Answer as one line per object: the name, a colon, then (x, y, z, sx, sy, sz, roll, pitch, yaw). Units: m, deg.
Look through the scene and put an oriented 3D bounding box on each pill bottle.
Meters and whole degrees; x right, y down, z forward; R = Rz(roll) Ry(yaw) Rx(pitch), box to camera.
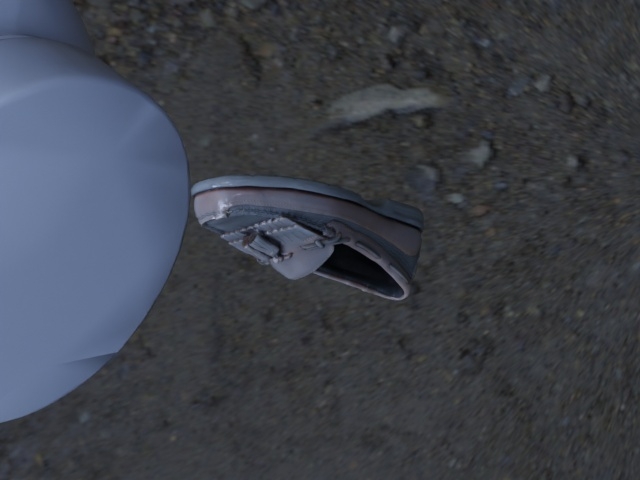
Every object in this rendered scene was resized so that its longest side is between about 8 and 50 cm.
pill bottle: (-0.262, -0.082, 0.728, 0.407, 0.229, 0.229, 33, 101, 34)

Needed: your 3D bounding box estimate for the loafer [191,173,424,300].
loafer: (0.000, 0.000, 0.571, 0.045, 0.125, 0.039, -10, 77, 40)
